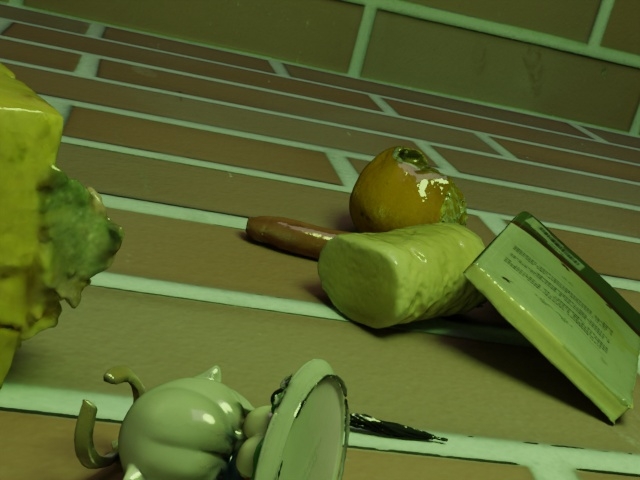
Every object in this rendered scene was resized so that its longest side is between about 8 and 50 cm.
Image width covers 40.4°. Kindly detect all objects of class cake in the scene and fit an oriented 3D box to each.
[{"bbox_3d":[-0.300,-0.031,0.621,0.286,0.222,0.227,1,25,-35],"label":"cake"}]

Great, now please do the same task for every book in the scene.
[{"bbox_3d":[0.261,0.062,0.929,0.201,0.026,0.289,45,25,9],"label":"book"}]

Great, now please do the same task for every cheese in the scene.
[{"bbox_3d":[0.094,0.031,0.913,0.167,0.093,0.123,-5,29,-42],"label":"cheese"}]

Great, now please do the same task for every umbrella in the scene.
[{"bbox_3d":[0.030,0.143,0.679,0.149,0.022,0.022,20,13,-13],"label":"umbrella"}]

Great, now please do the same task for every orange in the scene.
[{"bbox_3d":[0.112,-0.049,1.098,0.157,0.134,0.156,4,31,-3],"label":"orange"}]

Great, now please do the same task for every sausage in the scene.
[{"bbox_3d":[0.000,0.001,1.015,0.177,0.040,0.047,12,20,-2],"label":"sausage"}]

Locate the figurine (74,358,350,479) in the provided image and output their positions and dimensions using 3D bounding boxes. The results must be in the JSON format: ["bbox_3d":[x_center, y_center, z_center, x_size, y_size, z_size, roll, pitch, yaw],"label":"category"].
[{"bbox_3d":[-0.073,0.121,0.531,0.154,0.132,0.132,9,16,20],"label":"figurine"}]
